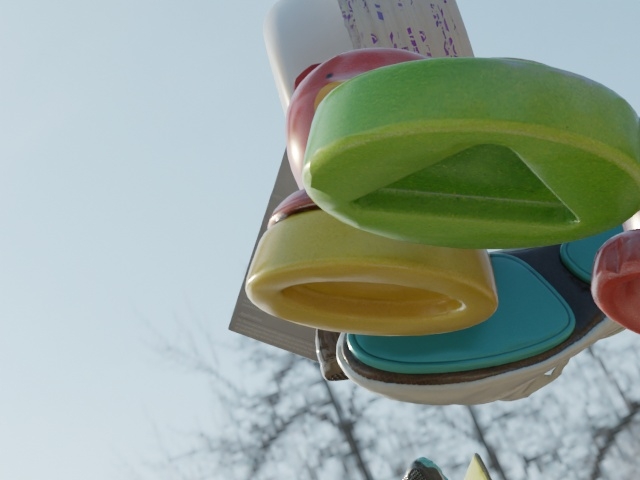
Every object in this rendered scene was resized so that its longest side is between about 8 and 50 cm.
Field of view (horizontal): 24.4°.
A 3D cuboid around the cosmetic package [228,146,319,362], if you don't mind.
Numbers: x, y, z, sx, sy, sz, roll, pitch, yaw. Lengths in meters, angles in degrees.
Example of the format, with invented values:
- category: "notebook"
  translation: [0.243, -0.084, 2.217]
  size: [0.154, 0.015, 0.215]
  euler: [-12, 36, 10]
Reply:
- category: "cosmetic package"
  translation: [0.000, 0.000, 1.572]
  size: [0.107, 0.127, 0.238]
  euler: [-28, -41, -81]

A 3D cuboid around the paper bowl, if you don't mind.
- category: "paper bowl"
  translation: [0.045, -0.115, 1.223]
  size: [0.148, 0.284, 0.284]
  euler: [-16, -29, -1]

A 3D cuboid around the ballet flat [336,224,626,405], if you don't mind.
- category: "ballet flat"
  translation: [0.197, 0.064, 1.278]
  size: [0.400, 0.139, 0.139]
  euler: [-25, -26, -21]

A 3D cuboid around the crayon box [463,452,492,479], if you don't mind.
- category: "crayon box"
  translation: [0.171, 0.282, 0.822]
  size: [0.081, 0.318, 0.202]
  euler: [-17, -32, -22]

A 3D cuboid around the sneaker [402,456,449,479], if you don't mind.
- category: "sneaker"
  translation: [0.083, 0.296, 1.466]
  size: [0.076, 0.065, 0.166]
  euler: [-8, -67, -42]

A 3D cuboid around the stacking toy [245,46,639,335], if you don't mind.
- category: "stacking toy"
  translation: [0.122, -0.049, 0.650]
  size: [0.309, 0.130, 0.279]
  euler: [4, -19, 1]

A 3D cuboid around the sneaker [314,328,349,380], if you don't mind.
- category: "sneaker"
  translation: [0.081, 0.094, 1.489]
  size: [0.188, 0.071, 0.066]
  euler: [-4, -17, -31]
